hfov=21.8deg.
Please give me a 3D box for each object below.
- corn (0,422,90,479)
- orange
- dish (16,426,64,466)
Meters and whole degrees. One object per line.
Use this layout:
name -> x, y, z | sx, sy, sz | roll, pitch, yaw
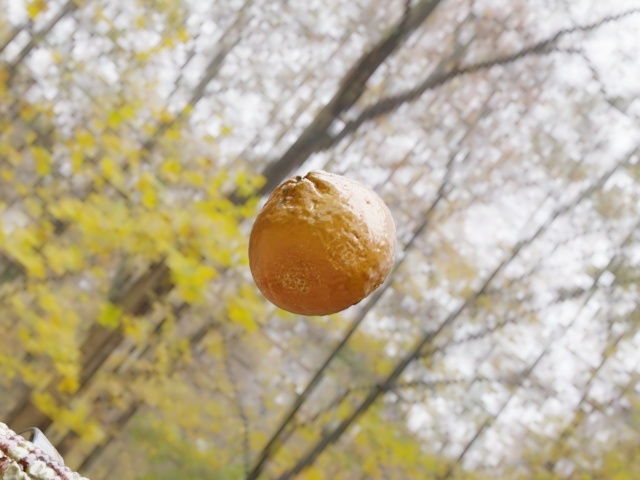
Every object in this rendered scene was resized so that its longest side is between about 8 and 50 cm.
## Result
corn -> -0.175, 0.196, 1.105 | 0.253, 0.086, 0.086 | 37, -19, 2
orange -> -0.002, 0.001, 1.456 | 0.117, 0.135, 0.135 | 51, -22, -13
dish -> -0.299, 0.309, 1.458 | 0.134, 0.273, 0.273 | 45, -20, -9
